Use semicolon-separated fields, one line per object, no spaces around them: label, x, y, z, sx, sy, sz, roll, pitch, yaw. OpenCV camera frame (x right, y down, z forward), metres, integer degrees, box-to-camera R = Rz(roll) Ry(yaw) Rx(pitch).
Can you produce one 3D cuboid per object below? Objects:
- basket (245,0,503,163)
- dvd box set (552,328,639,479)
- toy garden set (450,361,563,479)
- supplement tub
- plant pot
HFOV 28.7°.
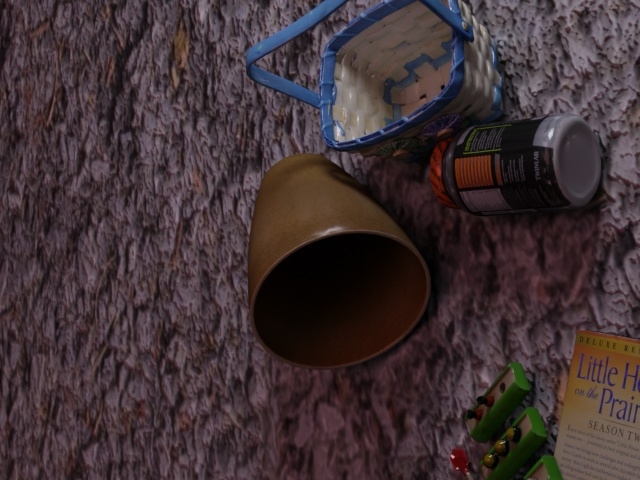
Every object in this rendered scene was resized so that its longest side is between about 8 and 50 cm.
basket;0.085;-0.227;1.596;0.255;0.289;0.201;-26;51;39
dvd box set;0.338;0.315;1.290;0.308;0.062;0.420;5;83;64
toy garden set;0.196;0.297;1.464;0.203;0.049;0.244;-58;31;37
supplement tub;0.236;-0.090;1.539;0.190;0.117;0.117;-3;77;43
plant pot;0.000;0.000;1.682;0.237;0.237;0.254;-47;36;24
